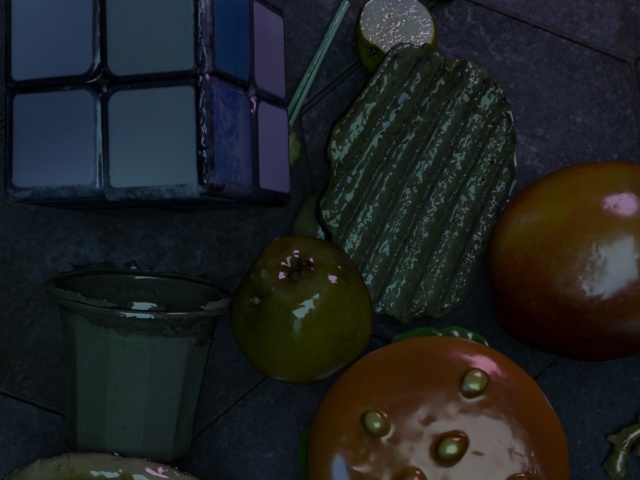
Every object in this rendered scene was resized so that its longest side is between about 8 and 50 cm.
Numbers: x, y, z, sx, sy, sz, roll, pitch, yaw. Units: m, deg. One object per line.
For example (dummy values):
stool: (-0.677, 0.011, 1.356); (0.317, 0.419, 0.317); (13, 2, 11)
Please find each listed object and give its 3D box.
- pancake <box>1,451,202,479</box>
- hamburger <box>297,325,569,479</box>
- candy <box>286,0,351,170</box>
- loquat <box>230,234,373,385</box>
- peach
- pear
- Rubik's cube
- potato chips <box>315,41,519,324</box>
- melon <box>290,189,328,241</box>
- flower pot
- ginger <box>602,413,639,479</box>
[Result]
pancake: (-0.297, 0.449, 1.517); (0.387, 0.082, 0.387); (1, 126, 1)
hamburger: (0.160, 0.315, 1.508); (0.395, 0.277, 0.396); (-1, 81, 7)
candy: (-0.025, -0.247, 1.662); (0.093, 0.092, 0.335); (26, 77, 2)
loquat: (-0.021, 0.115, 1.502); (0.213, 0.246, 0.213); (-5, 45, 5)
peach: (0.406, 0.035, 1.569); (0.332, 0.308, 0.308); (-28, 89, -1)
pear: (0.117, -0.315, 1.658); (0.141, 0.104, 0.141); (4, 63, -8)
Rubik's cube: (-0.238, -0.198, 1.476); (0.313, 0.318, 0.316); (-2, 86, 18)
potato chips: (0.155, -0.091, 1.609); (0.358, 0.070, 0.429); (29, 84, -30)
melon: (0.000, 0.000, 1.633); (0.099, 0.099, 0.162); (14, 88, -4)
flower pot: (-0.273, 0.181, 1.541); (0.290, 0.290, 0.259); (4, 100, -4)
ginger: (0.558, 0.371, 1.681); (0.193, 0.052, 0.176); (7, 92, -3)
